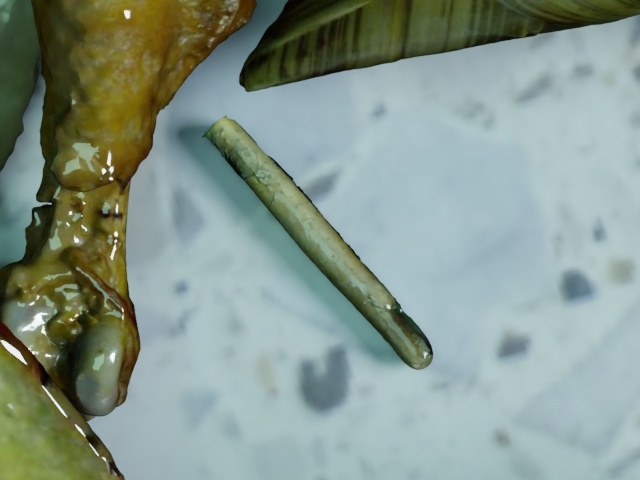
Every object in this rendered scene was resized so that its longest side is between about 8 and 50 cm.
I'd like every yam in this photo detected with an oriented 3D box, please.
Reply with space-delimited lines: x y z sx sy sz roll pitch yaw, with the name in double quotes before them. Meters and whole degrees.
"yam" 0.000 0.000 0.570 0.014 0.014 0.107 -42 82 3

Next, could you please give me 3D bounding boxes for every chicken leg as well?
"chicken leg" -0.063 -0.065 0.542 0.087 0.107 0.251 13 97 4

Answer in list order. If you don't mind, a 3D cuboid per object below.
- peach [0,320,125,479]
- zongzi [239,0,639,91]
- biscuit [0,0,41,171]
"peach" -0.148 0.089 0.543 0.279 0.068 0.189 42 105 -15
"zongzi" 0.075 -0.181 0.532 0.241 0.111 0.247 -9 80 12
"biscuit" -0.182 -0.039 0.564 0.250 0.032 0.133 -33 100 -11
